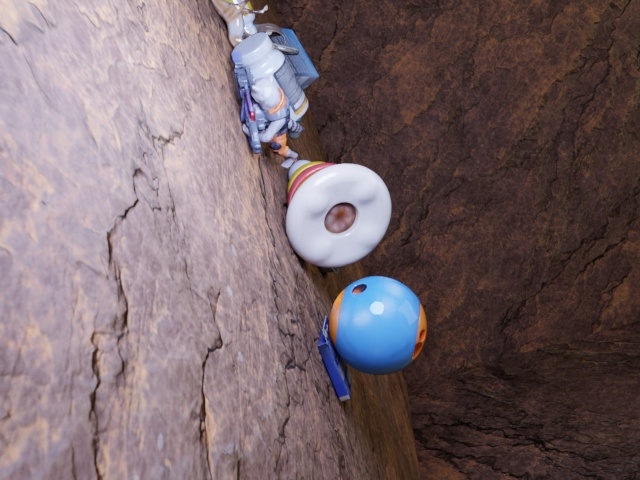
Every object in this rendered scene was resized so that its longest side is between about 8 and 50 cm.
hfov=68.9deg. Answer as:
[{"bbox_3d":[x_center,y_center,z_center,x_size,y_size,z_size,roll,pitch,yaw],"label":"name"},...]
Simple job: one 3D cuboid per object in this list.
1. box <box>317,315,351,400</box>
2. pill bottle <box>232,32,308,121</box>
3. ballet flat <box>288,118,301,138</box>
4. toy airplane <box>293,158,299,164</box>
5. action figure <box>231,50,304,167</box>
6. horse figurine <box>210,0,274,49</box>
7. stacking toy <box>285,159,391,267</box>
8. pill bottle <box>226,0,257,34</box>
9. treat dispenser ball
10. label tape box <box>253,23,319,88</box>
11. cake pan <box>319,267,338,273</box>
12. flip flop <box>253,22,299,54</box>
[{"bbox_3d":[0.039,0.353,1.419,0.136,0.037,0.225,-63,133,-78],"label":"box"},{"bbox_3d":[-0.166,-0.532,1.559,0.162,0.162,0.278,-100,163,-44],"label":"pill bottle"},{"bbox_3d":[-0.127,-0.540,2.202,0.213,0.072,0.068,-93,-170,-57],"label":"ballet flat"},{"bbox_3d":[-0.096,-0.301,1.964,0.151,0.028,0.151,-19,90,-79],"label":"toy airplane"},{"bbox_3d":[-0.153,-0.408,1.406,0.330,0.179,0.340,78,-2,-80],"label":"action figure"},{"bbox_3d":[-0.250,-0.699,1.526,0.263,0.175,0.066,79,5,-46],"label":"horse figurine"},{"bbox_3d":[-0.005,-0.154,1.616,0.350,0.351,0.480,66,-7,-33],"label":"stacking toy"},{"bbox_3d":[-0.284,-0.783,1.575,0.103,0.103,0.184,-92,162,-61],"label":"pill bottle"},{"bbox_3d":[0.169,0.250,1.384,0.288,0.289,0.287,-19,90,-81],"label":"treat dispenser ball"},{"bbox_3d":[-0.175,-0.746,1.915,0.240,0.106,0.334,59,33,-1],"label":"label tape box"},{"bbox_3d":[0.000,0.000,1.849,0.293,0.054,0.292,-19,90,-81],"label":"cake pan"},{"bbox_3d":[-0.194,-0.748,1.680,0.277,0.080,0.112,36,21,14],"label":"flip flop"}]
